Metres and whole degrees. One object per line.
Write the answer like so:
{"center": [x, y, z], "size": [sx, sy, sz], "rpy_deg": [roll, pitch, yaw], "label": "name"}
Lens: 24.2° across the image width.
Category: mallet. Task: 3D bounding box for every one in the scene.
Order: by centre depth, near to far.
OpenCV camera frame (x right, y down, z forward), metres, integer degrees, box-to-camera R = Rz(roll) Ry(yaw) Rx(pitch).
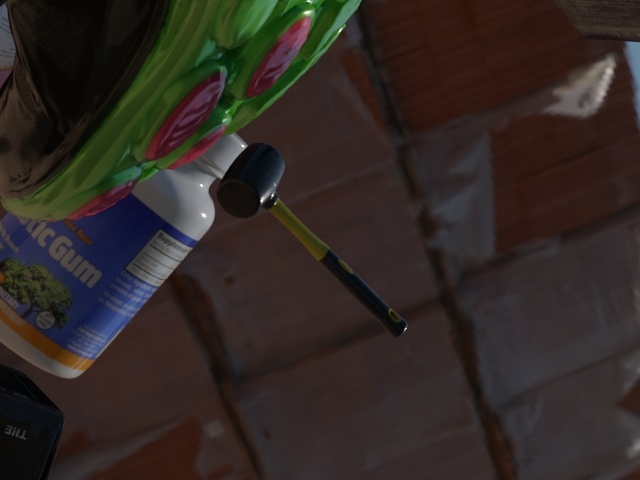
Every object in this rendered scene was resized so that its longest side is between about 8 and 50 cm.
{"center": [0.000, 0.000, 1.157], "size": [0.190, 0.039, 0.062], "rpy_deg": [41, 38, -19], "label": "mallet"}

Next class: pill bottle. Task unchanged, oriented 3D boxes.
{"center": [-0.195, -0.019, 1.375], "size": [0.152, 0.272, 0.152], "rpy_deg": [40, 4, -3], "label": "pill bottle"}

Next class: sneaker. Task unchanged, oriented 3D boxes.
{"center": [-0.081, -0.178, 0.690], "size": [0.202, 0.185, 0.483], "rpy_deg": [48, -36, 12], "label": "sneaker"}

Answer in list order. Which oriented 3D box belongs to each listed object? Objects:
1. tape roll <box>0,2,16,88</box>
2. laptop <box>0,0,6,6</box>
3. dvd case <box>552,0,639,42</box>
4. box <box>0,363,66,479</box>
{"center": [-0.357, -0.279, 1.575], "size": [0.275, 0.090, 0.274], "rpy_deg": [31, -29, 20], "label": "tape roll"}
{"center": [-0.446, -0.332, 1.227], "size": [0.382, 0.408, 0.236], "rpy_deg": [51, 2, 9], "label": "laptop"}
{"center": [0.176, -0.160, 0.806], "size": [0.221, 0.165, 0.018], "rpy_deg": [33, 71, -52], "label": "dvd case"}
{"center": [-0.232, 0.051, 0.622], "size": [0.056, 0.231, 0.183], "rpy_deg": [-70, -163, -5], "label": "box"}
